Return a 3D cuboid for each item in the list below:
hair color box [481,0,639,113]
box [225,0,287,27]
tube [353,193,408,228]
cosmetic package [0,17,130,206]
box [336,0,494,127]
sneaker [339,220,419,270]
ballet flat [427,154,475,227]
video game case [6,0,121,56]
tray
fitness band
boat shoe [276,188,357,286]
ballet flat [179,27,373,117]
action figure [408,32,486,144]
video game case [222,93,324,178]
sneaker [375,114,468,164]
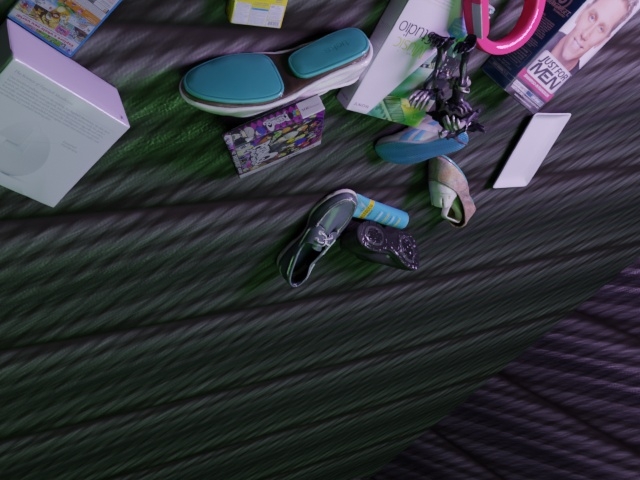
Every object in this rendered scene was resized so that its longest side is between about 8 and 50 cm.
[{"bbox_3d":[0.577,-0.489,1.452,0.174,0.105,0.347,17,123,-44],"label":"hair color box"},{"bbox_3d":[-0.103,-0.478,1.085,0.105,0.043,0.179,-4,138,-29],"label":"box"},{"bbox_3d":[0.158,-0.080,1.707,0.207,0.052,0.080,14,123,-35],"label":"tube"},{"bbox_3d":[-0.502,-0.213,1.054,0.225,0.138,0.224,-40,141,15],"label":"cosmetic package"},{"bbox_3d":[0.209,-0.413,1.344,0.233,0.058,0.322,5,132,-37],"label":"box"},{"bbox_3d":[0.178,0.023,1.780,0.286,0.108,0.130,25,150,-35],"label":"sneaker"},{"bbox_3d":[0.369,-0.124,1.720,0.106,0.108,0.316,-60,141,-10],"label":"ballet flat"},{"bbox_3d":[-0.414,-0.397,1.001,0.166,0.015,0.119,-41,142,14],"label":"video game case"},{"bbox_3d":[0.615,-0.269,1.790,0.145,0.030,0.270,-6,137,-28],"label":"tray"},{"bbox_3d":[0.391,-0.534,1.269,0.209,0.054,0.290,-30,132,-22],"label":"fitness band"},{"bbox_3d":[0.000,0.000,1.640,0.116,0.099,0.319,25,118,-34],"label":"boat shoe"},{"bbox_3d":[-0.081,-0.317,1.228,0.401,0.139,0.139,-20,142,-13],"label":"ballet flat"},{"bbox_3d":[0.278,-0.311,1.338,0.141,0.164,0.275,-36,138,-26],"label":"action figure"},{"bbox_3d":[-0.096,-0.217,1.299,0.210,0.041,0.232,-25,173,-6],"label":"video game case"},{"bbox_3d":[0.250,-0.259,1.530,0.229,0.092,0.087,-10,145,7],"label":"sneaker"}]
